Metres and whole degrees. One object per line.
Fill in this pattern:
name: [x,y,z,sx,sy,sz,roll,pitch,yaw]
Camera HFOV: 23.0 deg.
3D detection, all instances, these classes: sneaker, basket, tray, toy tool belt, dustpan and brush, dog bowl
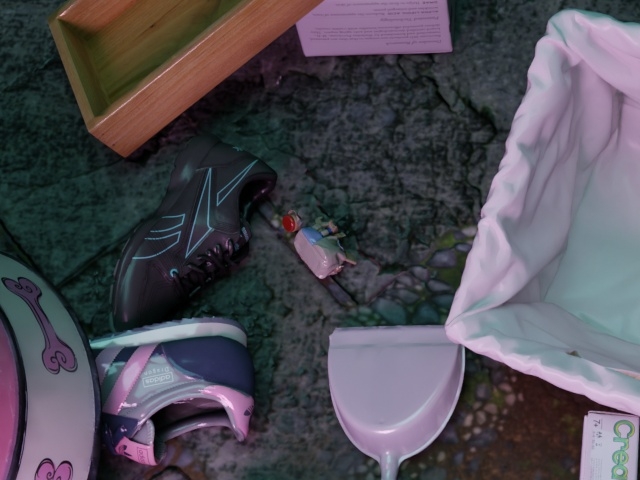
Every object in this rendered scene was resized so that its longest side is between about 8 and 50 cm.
sneaker: [-0.222,0.174,1.613,0.319,0.112,0.131,-15,59,2]
basket: [0.338,-0.006,1.482,0.328,0.266,0.331,19,93,17]
tray: [-0.110,-0.294,1.764,0.411,0.076,0.203,-36,50,13]
toy tool belt: [0.000,0.000,1.713,0.051,0.052,0.083,-17,60,-37]
dustpan and brush: [0.070,0.192,1.600,0.147,0.060,0.211,-2,56,19]
dog bowl: [-0.422,0.187,1.538,0.408,0.150,0.408,-7,74,23]
sneaker: [-0.140,0.004,1.696,0.106,0.101,0.267,20,68,15]

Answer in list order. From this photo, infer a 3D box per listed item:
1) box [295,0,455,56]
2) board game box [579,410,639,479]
box: [0.063,-0.320,1.822,0.182,0.119,0.181,-1,64,8]
board game box: [0.252,0.331,1.419,0.053,0.193,0.305,3,64,10]
